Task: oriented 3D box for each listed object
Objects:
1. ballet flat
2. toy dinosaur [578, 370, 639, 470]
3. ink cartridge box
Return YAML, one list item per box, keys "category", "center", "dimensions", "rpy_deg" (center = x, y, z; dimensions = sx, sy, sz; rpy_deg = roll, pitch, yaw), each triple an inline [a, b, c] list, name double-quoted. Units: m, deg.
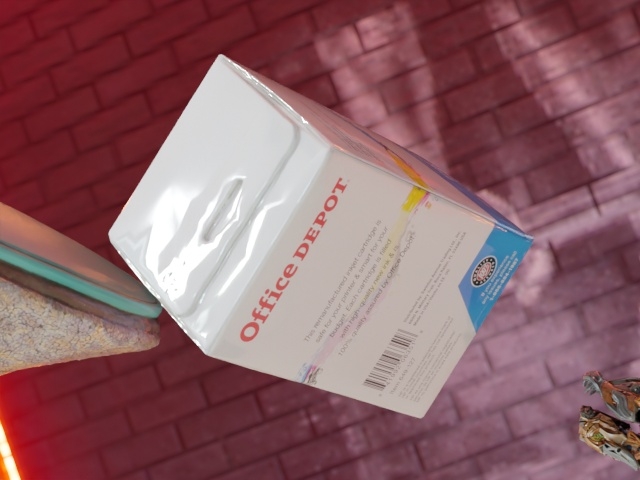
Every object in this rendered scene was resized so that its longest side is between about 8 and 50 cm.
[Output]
- category: "ballet flat"
  center: [-0.216, 0.001, 0.643]
  dimensions: [0.106, 0.316, 0.107]
  rpy_deg: [-57, 28, 5]
- category: "toy dinosaur"
  center: [0.369, 0.110, 1.193]
  dimensions: [0.322, 0.218, 0.164]
  rpy_deg: [2, -10, 1]
- category: "ink cartridge box"
  center: [0.000, 0.000, 1.141]
  dimensions: [0.232, 0.168, 0.171]
  rpy_deg: [23, -77, -43]
